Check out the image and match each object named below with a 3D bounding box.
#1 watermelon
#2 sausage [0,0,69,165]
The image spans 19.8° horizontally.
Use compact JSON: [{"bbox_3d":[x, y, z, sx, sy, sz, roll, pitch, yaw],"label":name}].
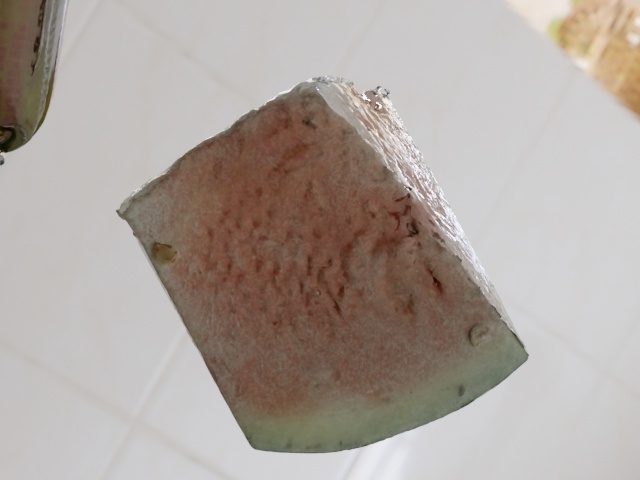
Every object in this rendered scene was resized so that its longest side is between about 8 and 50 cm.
[{"bbox_3d":[0.000,0.000,1.204,0.262,0.213,0.201,57,-5,36],"label":"watermelon"},{"bbox_3d":[-0.147,-0.210,0.926,0.082,0.372,0.082,11,13,-3],"label":"sausage"}]
